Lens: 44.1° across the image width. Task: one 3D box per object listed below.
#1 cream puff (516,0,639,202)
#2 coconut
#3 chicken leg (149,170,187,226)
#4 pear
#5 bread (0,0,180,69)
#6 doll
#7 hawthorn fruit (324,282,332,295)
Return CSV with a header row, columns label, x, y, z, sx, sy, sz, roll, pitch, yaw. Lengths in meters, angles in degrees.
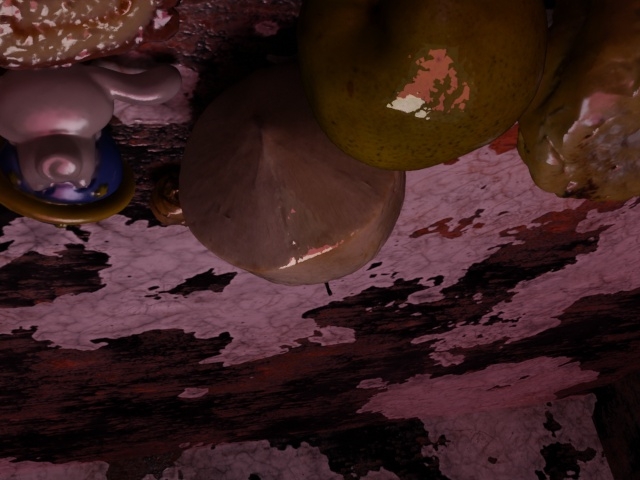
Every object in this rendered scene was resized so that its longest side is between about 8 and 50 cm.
label,x,y,z,sx,sy,sz,roll,pitch,yaw
cream puff,0.374,-0.217,0.981,0.290,0.257,0.324,-14,152,9
coconut,-0.031,-0.086,1.040,0.328,0.329,0.329,-11,154,-5
chicken leg,-0.179,-0.061,1.250,0.101,0.085,0.207,-43,153,22
pear,0.111,-0.214,0.852,0.294,0.294,0.294,-11,154,-5
bread,-0.253,-0.254,0.696,0.244,0.123,0.190,-21,144,-27
doll,-0.348,-0.115,0.958,0.310,0.160,0.242,8,149,-30
hawthorn fruit,0.000,0.000,1.321,0.156,0.194,0.157,-5,163,-2
